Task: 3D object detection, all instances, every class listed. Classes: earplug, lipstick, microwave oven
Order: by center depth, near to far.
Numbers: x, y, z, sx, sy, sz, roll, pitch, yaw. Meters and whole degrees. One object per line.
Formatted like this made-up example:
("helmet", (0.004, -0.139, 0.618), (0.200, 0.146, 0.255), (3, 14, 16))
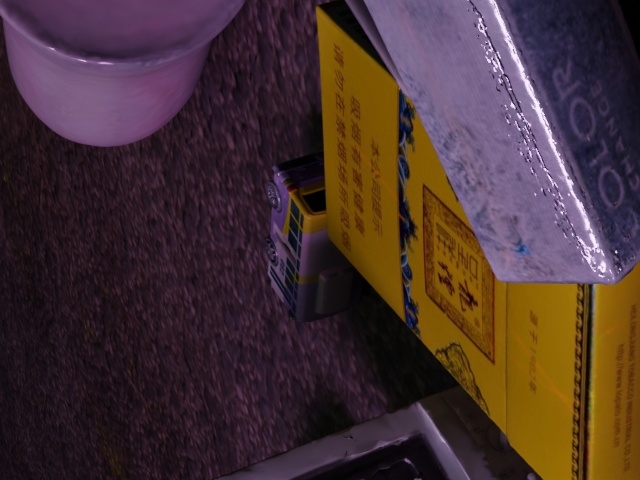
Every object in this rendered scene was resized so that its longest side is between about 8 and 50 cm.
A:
("lipstick", (0.058, -0.114, 0.768), (0.076, 0.077, 0.289), (-3, 121, 46))
("microwave oven", (0.024, 0.184, 1.043), (0.122, 0.208, 0.162), (60, 158, 29))
("earplug", (-0.139, -0.144, 1.294), (0.301, 0.172, 0.172), (119, 130, -73))

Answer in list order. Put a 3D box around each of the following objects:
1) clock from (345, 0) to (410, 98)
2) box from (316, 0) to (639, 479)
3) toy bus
("clock", (0.022, -0.239, 0.900), (0.279, 0.049, 0.273), (60, 158, 27))
("box", (0.076, 0.000, 0.996), (0.279, 0.041, 0.153), (-131, 30, -49))
("toy bus", (0.000, 0.000, 1.185), (0.102, 0.052, 0.058), (95, 151, -46))
